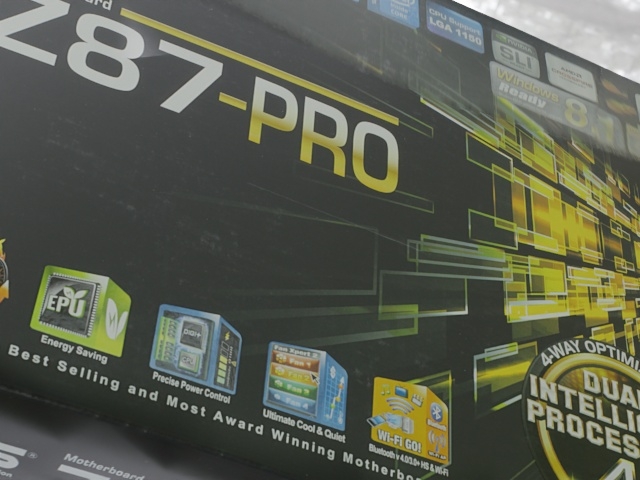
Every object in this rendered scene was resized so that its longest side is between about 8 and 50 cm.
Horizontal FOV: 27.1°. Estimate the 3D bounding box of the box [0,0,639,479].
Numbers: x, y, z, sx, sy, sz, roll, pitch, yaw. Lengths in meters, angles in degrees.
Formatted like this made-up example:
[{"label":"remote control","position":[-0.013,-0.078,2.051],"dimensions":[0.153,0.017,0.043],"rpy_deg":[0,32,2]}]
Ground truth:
[{"label":"box","position":[0.000,0.000,0.602],"dimensions":[0.395,0.318,0.097],"rpy_deg":[21,-46,-17]}]
